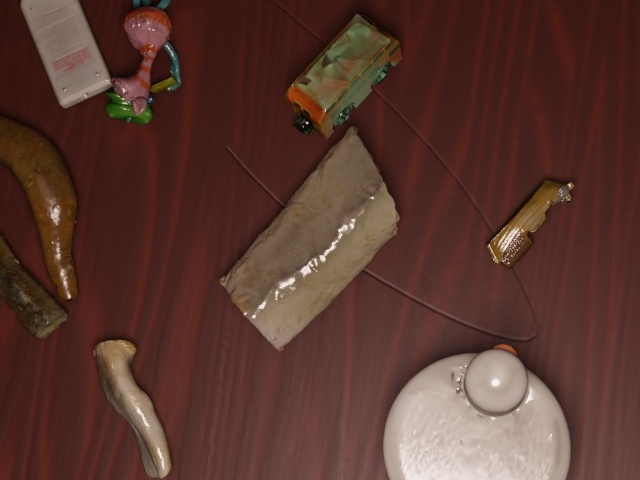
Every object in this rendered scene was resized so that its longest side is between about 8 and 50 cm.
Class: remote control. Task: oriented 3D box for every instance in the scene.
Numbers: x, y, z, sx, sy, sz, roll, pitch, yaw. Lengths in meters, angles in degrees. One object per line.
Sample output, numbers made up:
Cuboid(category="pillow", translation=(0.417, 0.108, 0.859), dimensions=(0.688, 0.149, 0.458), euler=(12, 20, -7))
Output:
Cuboid(category="remote control", translation=(-0.374, -0.292, 1.768), dimensions=(0.087, 0.029, 0.190), euler=(-25, 75, 1))

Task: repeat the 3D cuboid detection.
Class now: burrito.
Cuboid(category="burrito", translation=(-0.003, -0.002, 1.619), dimensions=(0.143, 0.105, 0.299), euler=(40, 86, 18))

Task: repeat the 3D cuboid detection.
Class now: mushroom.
Cuboid(category="mushroom", translation=(-0.247, 0.227, 1.623), dimensions=(0.054, 0.059, 0.202), euler=(-17, 73, -35))

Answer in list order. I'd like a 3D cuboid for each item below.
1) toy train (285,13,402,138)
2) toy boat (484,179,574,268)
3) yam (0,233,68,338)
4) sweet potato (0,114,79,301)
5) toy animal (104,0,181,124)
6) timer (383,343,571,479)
Cuboid(category="toy train", translation=(0.032, -0.225, 1.667), dimensions=(0.072, 0.099, 0.188), euler=(41, 84, 13))
Cuboid(category="toy boat", translation=(0.283, -0.027, 1.618), dimensions=(0.049, 0.047, 0.149), euler=(42, 88, 0))
Cuboid(category="yam", translation=(-0.452, 0.032, 1.690), dimensions=(0.061, 0.061, 0.253), euler=(-43, 75, -4))
Cuboid(category="sweet potato", translation=(-0.403, -0.080, 1.704), dimensions=(0.108, 0.079, 0.346), euler=(-38, 75, 27))
Cuboid(category="toy animal", translation=(-0.245, -0.268, 1.727), dimensions=(0.103, 0.100, 0.208), euler=(15, 73, -30))
Cuboid(category="timer", translation=(0.190, 0.247, 1.465), dimensions=(0.233, 0.240, 0.234), euler=(-1, 77, 6))
